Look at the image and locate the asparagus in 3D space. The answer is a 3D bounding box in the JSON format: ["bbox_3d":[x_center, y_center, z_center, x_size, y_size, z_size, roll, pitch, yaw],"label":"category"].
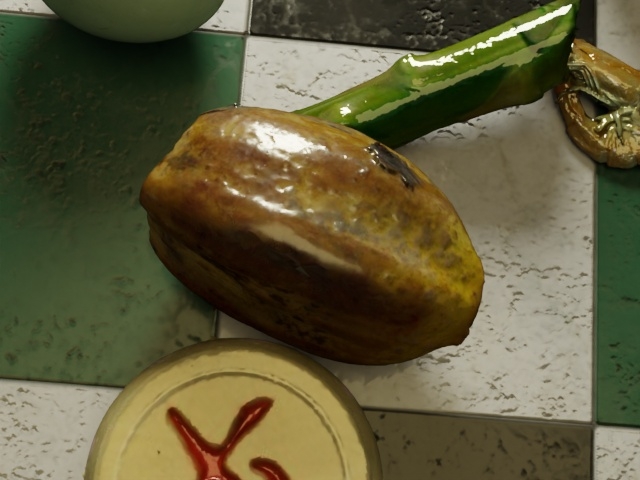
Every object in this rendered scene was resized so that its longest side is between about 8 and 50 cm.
[{"bbox_3d":[0.097,-0.135,0.892,0.343,0.082,0.085,-24,104,0],"label":"asparagus"}]

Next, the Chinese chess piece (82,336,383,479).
[{"bbox_3d":[-0.071,0.206,0.803,0.250,0.097,0.251,1,76,-3],"label":"Chinese chess piece"}]

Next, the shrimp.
[{"bbox_3d":[0.269,-0.142,0.942,0.180,0.041,0.099,40,92,4],"label":"shrimp"}]

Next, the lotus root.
[{"bbox_3d":[0.003,-0.005,0.816,0.290,0.193,0.193,25,77,3],"label":"lotus root"}]

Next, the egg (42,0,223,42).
[{"bbox_3d":[-0.177,-0.258,0.877,0.192,0.149,0.149,12,76,1],"label":"egg"}]
